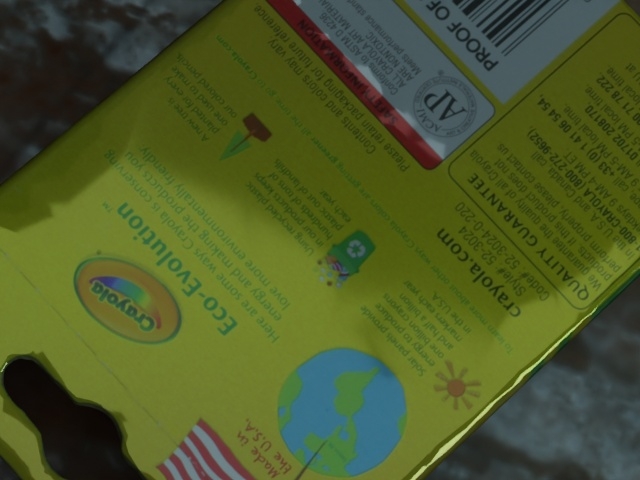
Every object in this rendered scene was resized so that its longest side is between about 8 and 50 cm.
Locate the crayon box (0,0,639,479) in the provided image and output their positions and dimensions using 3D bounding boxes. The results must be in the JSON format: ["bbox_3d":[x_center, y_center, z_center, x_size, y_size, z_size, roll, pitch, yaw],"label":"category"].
[{"bbox_3d":[0.000,0.000,0.802,0.318,0.081,0.202,-41,83,-14],"label":"crayon box"}]
